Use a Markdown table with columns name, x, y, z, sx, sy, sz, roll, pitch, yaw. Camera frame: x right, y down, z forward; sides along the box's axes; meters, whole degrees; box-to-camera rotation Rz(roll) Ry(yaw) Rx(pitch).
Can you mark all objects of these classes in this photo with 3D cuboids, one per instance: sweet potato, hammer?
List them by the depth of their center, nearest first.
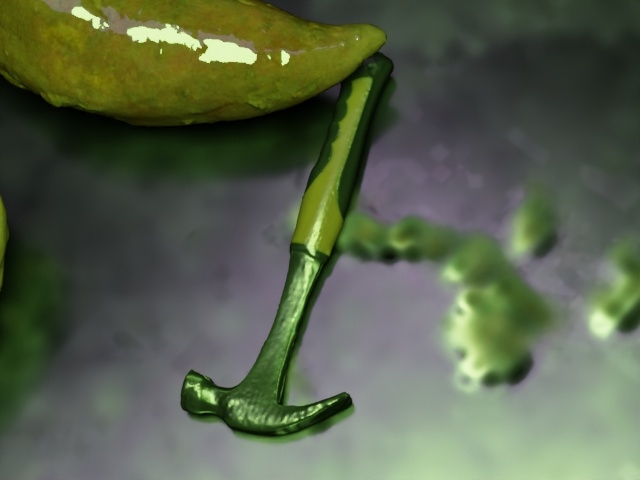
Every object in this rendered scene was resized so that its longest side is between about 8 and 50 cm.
| name | x | y | z | sx | sy | sz | roll | pitch | yaw |
| --- | --- | --- | --- | --- | --- | --- | --- | --- | --- |
| hammer | 0.000 | 0.000 | 0.836 | 0.078 | 0.021 | 0.201 | 16 | 75 | 11 |
| sweet potato | -0.145 | -0.131 | 0.858 | 0.354 | 0.095 | 0.106 | 27 | 81 | 16 |

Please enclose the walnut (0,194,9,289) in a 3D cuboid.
| name | x | y | z | sx | sy | sz | roll | pitch | yaw |
| --- | --- | --- | --- | --- | --- | --- | --- | --- | --- |
| walnut | -0.239 | 0.017 | 0.795 | 0.155 | 0.155 | 0.184 | 42 | 75 | 17 |
